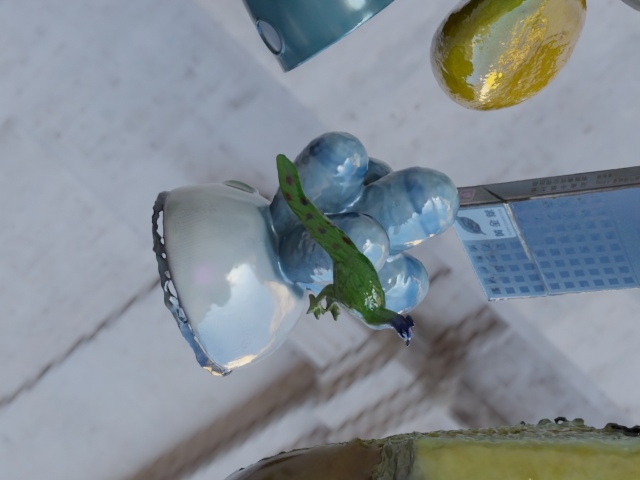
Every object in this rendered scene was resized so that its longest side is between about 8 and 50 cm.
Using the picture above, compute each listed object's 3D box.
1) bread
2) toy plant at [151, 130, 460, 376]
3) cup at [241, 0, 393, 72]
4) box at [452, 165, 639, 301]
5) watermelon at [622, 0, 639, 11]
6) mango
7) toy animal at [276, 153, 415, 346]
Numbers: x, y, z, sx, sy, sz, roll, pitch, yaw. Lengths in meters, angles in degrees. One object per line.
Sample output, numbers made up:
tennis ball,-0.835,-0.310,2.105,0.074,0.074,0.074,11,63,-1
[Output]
bread,0.071,0.264,1.407,0.264,0.239,0.395,1,162,-41
toy plant,0.000,0.000,2.111,0.332,0.247,0.247,-20,-163,13
cup,-0.019,-0.294,1.963,0.167,0.173,0.300,-38,-172,-24
box,0.338,-0.009,2.334,0.325,0.180,0.047,-7,-137,25
watermelon,0.450,-0.394,2.304,0.242,0.242,0.242,-45,-169,11
mango,0.199,-0.221,1.932,0.176,0.119,0.317,-29,170,-7
toy animal,0.006,0.022,1.620,0.041,0.217,0.075,-4,136,-43
